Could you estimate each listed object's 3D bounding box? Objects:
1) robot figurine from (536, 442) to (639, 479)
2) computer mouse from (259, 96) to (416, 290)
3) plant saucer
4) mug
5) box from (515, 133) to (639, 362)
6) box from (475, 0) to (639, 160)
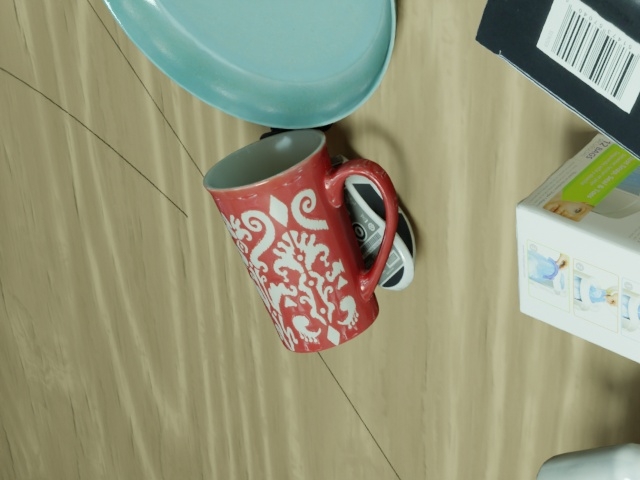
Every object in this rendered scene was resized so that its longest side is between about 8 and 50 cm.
[{"bbox_3d":[0.304,0.259,1.348,0.300,0.200,0.353,37,151,-17],"label":"robot figurine"},{"bbox_3d":[0.027,-0.041,1.533,0.193,0.042,0.106,54,143,5],"label":"computer mouse"},{"bbox_3d":[-0.067,-0.234,1.416,0.317,0.044,0.318,24,139,23],"label":"plant saucer"},{"bbox_3d":[-0.008,0.005,1.480,0.150,0.113,0.169,5,123,50],"label":"mug"},{"bbox_3d":[0.256,0.020,1.246,0.203,0.114,0.103,24,138,34],"label":"box"},{"bbox_3d":[0.219,-0.161,1.027,0.153,0.207,0.108,40,146,18],"label":"box"}]
